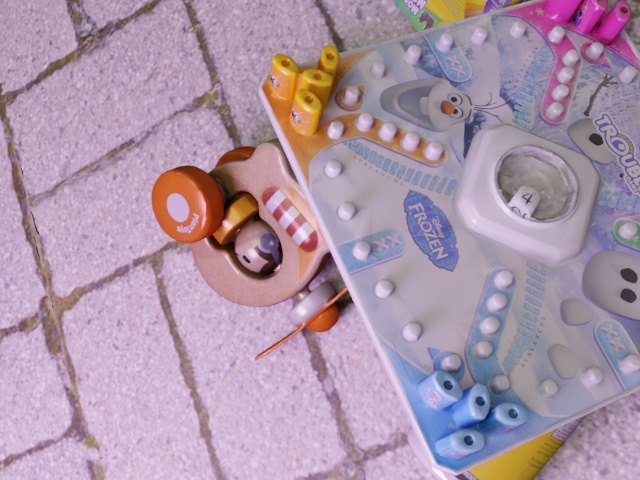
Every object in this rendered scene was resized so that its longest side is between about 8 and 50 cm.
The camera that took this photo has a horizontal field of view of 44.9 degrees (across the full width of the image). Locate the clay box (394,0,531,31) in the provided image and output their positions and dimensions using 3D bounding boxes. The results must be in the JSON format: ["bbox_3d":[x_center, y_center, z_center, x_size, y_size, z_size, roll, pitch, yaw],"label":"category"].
[{"bbox_3d":[0.187,-0.304,0.828,0.222,0.053,0.127,-47,65,33],"label":"clay box"}]

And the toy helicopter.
[{"bbox_3d":[0.000,0.000,0.828,0.354,0.140,0.235,-10,101,35],"label":"toy helicopter"}]

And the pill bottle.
[{"bbox_3d":[0.189,0.145,0.740,0.119,0.119,0.209,40,97,24],"label":"pill bottle"}]

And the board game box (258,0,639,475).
[{"bbox_3d":[0.193,-0.051,0.694,0.389,0.050,0.390,-19,70,-16],"label":"board game box"}]
